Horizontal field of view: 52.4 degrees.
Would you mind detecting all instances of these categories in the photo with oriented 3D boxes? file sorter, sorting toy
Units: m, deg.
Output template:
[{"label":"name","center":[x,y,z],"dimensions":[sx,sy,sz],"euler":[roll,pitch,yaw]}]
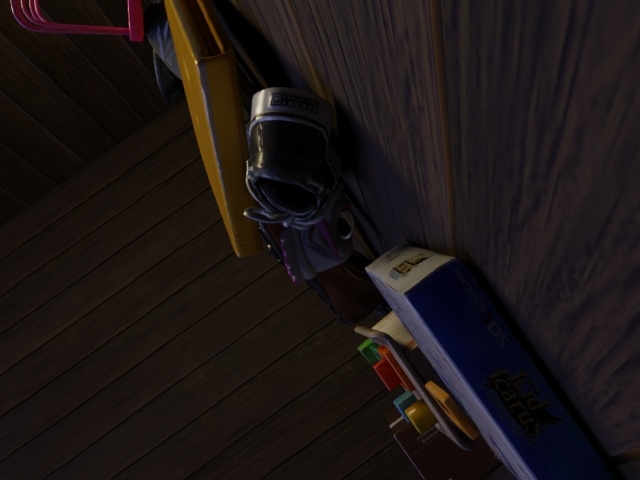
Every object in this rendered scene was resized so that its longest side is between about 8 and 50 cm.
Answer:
[{"label":"file sorter","center":[-0.377,-0.426,1.021],"dimensions":[0.291,0.182,0.202],"euler":[-130,40,-66]},{"label":"sorting toy","center":[0.114,0.202,0.888],"dimensions":[0.196,0.047,0.348],"euler":[51,173,2]}]

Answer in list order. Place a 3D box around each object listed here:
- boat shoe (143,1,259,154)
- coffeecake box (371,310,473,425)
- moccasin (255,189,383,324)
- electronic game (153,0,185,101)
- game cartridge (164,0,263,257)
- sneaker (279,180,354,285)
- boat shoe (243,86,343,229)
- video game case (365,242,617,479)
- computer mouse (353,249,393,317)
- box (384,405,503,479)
[{"label":"boat shoe","center":[-0.171,-0.281,1.125],"dimensions":[0.320,0.103,0.118],"euler":[51,143,-3]},{"label":"coffeecake box","center":[0.163,0.180,0.960],"dimensions":[0.142,0.068,0.185],"euler":[51,174,-9]},{"label":"moccasin","center":[0.001,0.001,1.121],"dimensions":[0.380,0.147,0.139],"euler":[47,-174,-30]},{"label":"electronic game","center":[-0.314,-0.410,1.378],"dimensions":[0.229,0.048,0.229],"euler":[3,-90,-88]},{"label":"game cartridge","center":[-0.146,-0.173,0.894],"dimensions":[0.324,0.052,0.285],"euler":[84,165,-46]},{"label":"sneaker","center":[-0.017,-0.068,0.947],"dimensions":[0.103,0.111,0.252],"euler":[-163,60,-89]},{"label":"boat shoe","center":[-0.030,-0.067,0.728],"dimensions":[0.306,0.113,0.105],"euler":[125,154,-81]},{"label":"video game case","center":[0.156,0.129,0.634],"dimensions":[0.269,0.061,0.244],"euler":[55,178,-4]},{"label":"computer mouse","center":[0.104,0.089,1.356],"dimensions":[0.262,0.060,0.184],"euler":[43,176,-9]},{"label":"box","center":[0.249,0.390,1.311],"dimensions":[0.167,0.168,0.203],"euler":[55,178,4]}]
